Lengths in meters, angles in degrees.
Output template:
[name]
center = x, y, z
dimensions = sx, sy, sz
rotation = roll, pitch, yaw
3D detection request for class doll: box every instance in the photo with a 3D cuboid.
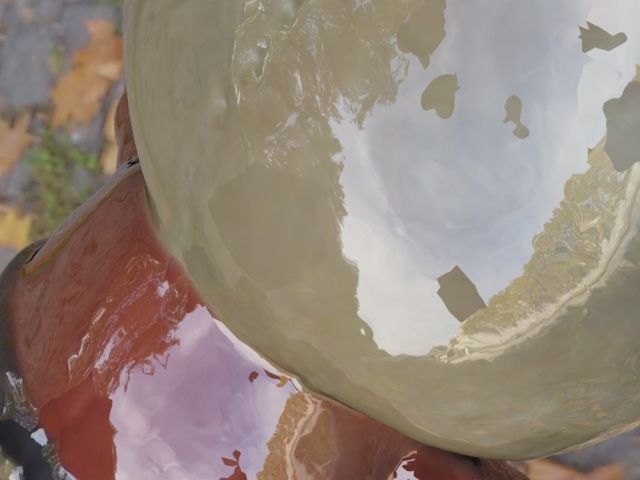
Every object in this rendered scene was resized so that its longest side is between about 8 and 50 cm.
[doll]
center = 0.000, 0.000, 0.496
dimensions = 0.330, 0.174, 0.235
rotation = -55, 53, 34
